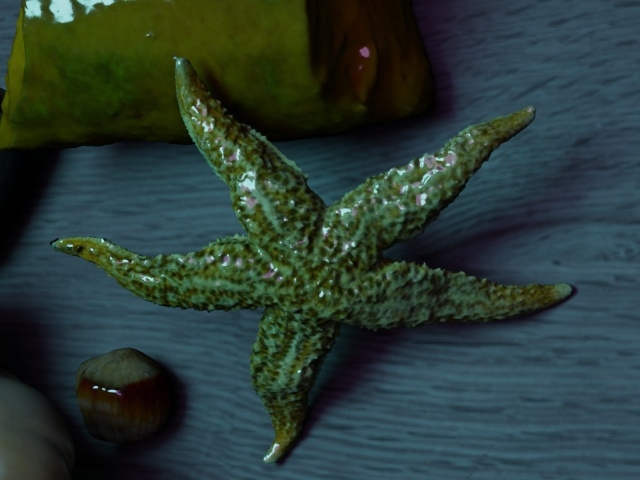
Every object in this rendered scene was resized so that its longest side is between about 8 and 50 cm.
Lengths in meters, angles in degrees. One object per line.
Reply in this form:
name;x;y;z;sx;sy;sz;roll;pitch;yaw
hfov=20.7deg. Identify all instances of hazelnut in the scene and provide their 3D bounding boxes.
hazelnut;-0.165;0.130;1.442;0.086;0.086;0.086;-4;79;22

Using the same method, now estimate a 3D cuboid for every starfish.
starfish;0.001;0.000;1.300;0.358;0.078;0.347;-41;107;20

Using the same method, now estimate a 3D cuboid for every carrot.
carrot;-0.093;-0.191;1.383;0.341;0.241;0.241;-1;80;17

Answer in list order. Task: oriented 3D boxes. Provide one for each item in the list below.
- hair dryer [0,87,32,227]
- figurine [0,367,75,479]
hair dryer;-0.413;-0.082;1.592;0.303;0.120;0.359;-53;55;21
figurine;-0.367;0.221;1.413;0.388;0.248;0.276;-44;65;4
